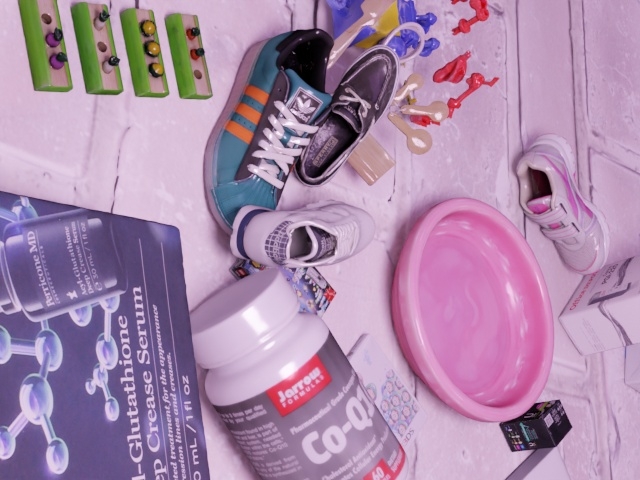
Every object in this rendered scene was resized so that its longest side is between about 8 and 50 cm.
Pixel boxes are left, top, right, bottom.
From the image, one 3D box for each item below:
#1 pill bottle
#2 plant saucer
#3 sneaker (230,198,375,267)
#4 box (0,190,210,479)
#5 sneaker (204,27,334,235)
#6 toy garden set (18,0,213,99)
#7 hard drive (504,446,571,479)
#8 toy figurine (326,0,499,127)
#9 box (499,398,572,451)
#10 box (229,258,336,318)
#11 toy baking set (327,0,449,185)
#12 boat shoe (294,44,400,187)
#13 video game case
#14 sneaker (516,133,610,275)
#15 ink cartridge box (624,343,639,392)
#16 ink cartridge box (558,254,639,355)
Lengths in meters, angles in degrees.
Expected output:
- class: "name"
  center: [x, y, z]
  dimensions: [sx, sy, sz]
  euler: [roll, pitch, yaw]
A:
- class: "pill bottle"
  center: [-0.032, 0.185, 1.175]
  dimensions: [0.161, 0.161, 0.283]
  euler: [-44, 108, -43]
- class: "plant saucer"
  center: [0.218, 0.105, 1.501]
  dimensions: [0.332, 0.084, 0.332]
  euler: [17, 65, -40]
- class: "sneaker"
  center: [0.000, 0.000, 1.255]
  dimensions: [0.235, 0.095, 0.090]
  euler: [-8, 104, -47]
- class: "box"
  center: [-0.284, 0.127, 0.824]
  dimensions: [0.395, 0.212, 0.293]
  euler: [12, 67, -65]
- class: "sneaker"
  center: [-0.058, -0.148, 1.286]
  dimensions: [0.108, 0.121, 0.302]
  euler: [31, 58, -35]
- class: "toy garden set"
  center: [-0.236, -0.275, 1.206]
  dimensions: [0.244, 0.049, 0.203]
  euler: [-5, 81, -45]
- class: "hard drive"
  center: [0.356, 0.495, 1.538]
  dimensions: [0.203, 0.040, 0.307]
  euler: [-27, 96, -45]
- class: "toy figurine"
  center: [0.102, -0.363, 1.475]
  dimensions: [0.217, 0.191, 0.362]
  euler: [8, 70, -37]
- class: "box"
  center: [0.328, 0.283, 1.549]
  dimensions: [0.062, 0.083, 0.052]
  euler: [-32, 98, -45]
- class: "box"
  center: [-0.046, 0.053, 1.300]
  dimensions: [0.137, 0.027, 0.094]
  euler: [50, 47, -20]
- class: "toy baking set"
  center: [0.066, -0.209, 1.405]
  dimensions: [0.197, 0.030, 0.256]
  euler: [-18, 93, -2]
- class: "boat shoe"
  center: [0.041, -0.166, 1.351]
  dimensions: [0.078, 0.070, 0.219]
  euler: [31, 87, -3]
- class: "video game case"
  center: [0.071, 0.229, 1.363]
  dimensions: [0.157, 0.019, 0.143]
  euler: [55, 46, -16]
- class: "sneaker"
  center: [0.399, -0.051, 1.725]
  dimensions: [0.111, 0.103, 0.252]
  euler: [-25, 88, -42]
- class: "ink cartridge box"
  center: [0.639, 0.245, 1.880]
  dimensions: [0.181, 0.061, 0.104]
  euler: [30, 58, -35]
- class: "ink cartridge box"
  center: [0.535, 0.098, 1.715]
  dimensions: [0.092, 0.218, 0.158]
  euler: [54, 47, -10]
